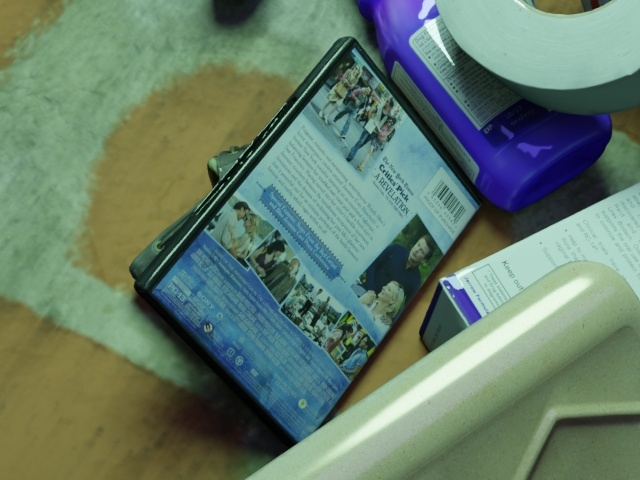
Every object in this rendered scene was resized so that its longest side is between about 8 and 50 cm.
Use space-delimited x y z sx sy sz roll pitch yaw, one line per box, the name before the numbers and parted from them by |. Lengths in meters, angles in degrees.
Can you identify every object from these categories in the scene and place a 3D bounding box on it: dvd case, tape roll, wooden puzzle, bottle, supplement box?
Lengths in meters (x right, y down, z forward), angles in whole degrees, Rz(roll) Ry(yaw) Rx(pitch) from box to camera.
dvd case | 0.000 0.000 1.012 0.180 0.022 0.253 49 66 -25
tape roll | 0.192 -0.203 0.986 0.219 0.072 0.219 -5 78 27
wooden puzzle | 0.127 0.234 0.896 0.322 0.080 0.347 -33 101 -13
bottle | 0.109 -0.160 1.109 0.118 0.092 0.283 -31 71 -17
supplement box | 0.199 0.046 1.014 0.220 0.111 0.114 -27 71 -15

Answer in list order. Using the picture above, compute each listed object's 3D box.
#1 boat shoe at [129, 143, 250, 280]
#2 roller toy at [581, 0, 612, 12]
boat shoe | -0.057 -0.039 1.050 0.073 0.080 0.223 37 73 6
roller toy | 0.312 -0.213 1.092 0.146 0.209 0.191 -34 40 -17
